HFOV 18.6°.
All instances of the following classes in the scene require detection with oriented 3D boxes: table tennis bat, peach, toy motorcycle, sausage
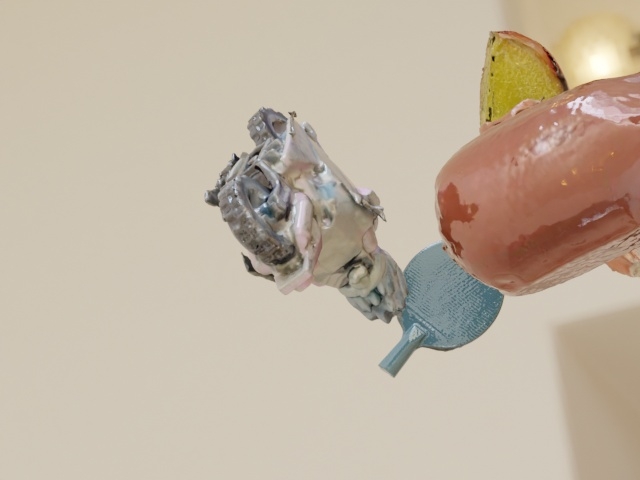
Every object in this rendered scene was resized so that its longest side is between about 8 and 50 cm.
[{"bbox_3d":[0.112,0.067,1.879,0.100,0.155,0.019,38,176,10],"label":"table tennis bat"},{"bbox_3d":[0.247,-0.185,2.461,0.092,0.127,0.172,-52,-60,-80],"label":"peach"},{"bbox_3d":[0.005,-0.003,1.587,0.204,0.108,0.239,48,-145,-13],"label":"toy motorcycle"},{"bbox_3d":[0.198,-0.045,1.547,0.148,0.254,0.148,36,-139,-39],"label":"sausage"}]

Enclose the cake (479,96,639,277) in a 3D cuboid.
[{"bbox_3d":[0.276,-0.055,2.019,0.098,0.287,0.135,-50,-29,-21],"label":"cake"}]
